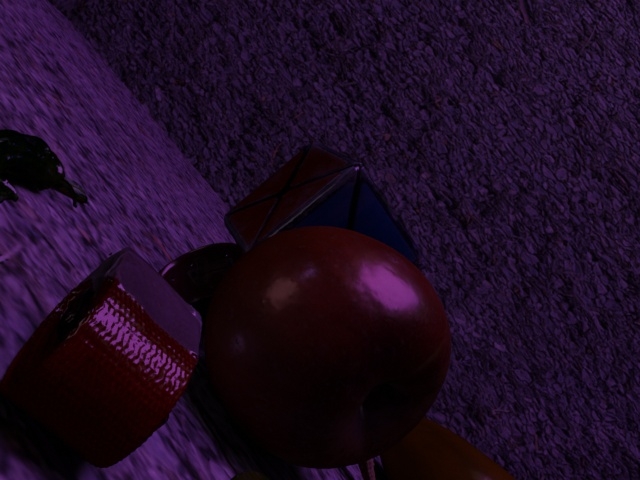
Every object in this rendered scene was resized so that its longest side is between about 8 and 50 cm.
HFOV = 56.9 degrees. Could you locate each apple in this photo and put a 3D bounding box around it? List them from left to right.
[{"bbox_3d":[0.009,0.146,0.851,0.277,0.348,0.348,43,-4,45],"label":"apple"}]

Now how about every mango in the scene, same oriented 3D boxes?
[{"bbox_3d":[0.279,0.539,1.261,0.300,0.232,0.445,43,-3,-37],"label":"mango"}]

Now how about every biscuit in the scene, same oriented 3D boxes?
[{"bbox_3d":[-0.403,-0.087,0.940,0.046,0.016,0.089,51,2,22],"label":"biscuit"}]

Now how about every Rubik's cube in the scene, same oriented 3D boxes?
[{"bbox_3d":[0.000,0.000,1.118,0.260,0.259,0.255,54,-3,-25],"label":"Rubik's cube"}]

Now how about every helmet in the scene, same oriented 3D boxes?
[{"bbox_3d":[-0.180,0.089,0.961,0.175,0.154,0.106,-113,-176,-65],"label":"helmet"}]

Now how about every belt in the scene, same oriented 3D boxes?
[{"bbox_3d":[-0.175,0.100,0.512,0.124,0.128,0.201,49,4,-20],"label":"belt"}]

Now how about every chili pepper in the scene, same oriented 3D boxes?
[{"bbox_3d":[-0.386,-0.097,0.764,0.122,0.065,0.279,58,2,-6],"label":"chili pepper"}]

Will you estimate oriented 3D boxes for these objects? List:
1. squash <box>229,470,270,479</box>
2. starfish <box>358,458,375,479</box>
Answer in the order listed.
[{"bbox_3d":[-0.049,0.294,0.526,0.066,0.066,0.229,49,1,-24],"label":"squash"},{"bbox_3d":[0.046,0.276,1.235,0.132,0.384,0.398,5,9,-15],"label":"starfish"}]
